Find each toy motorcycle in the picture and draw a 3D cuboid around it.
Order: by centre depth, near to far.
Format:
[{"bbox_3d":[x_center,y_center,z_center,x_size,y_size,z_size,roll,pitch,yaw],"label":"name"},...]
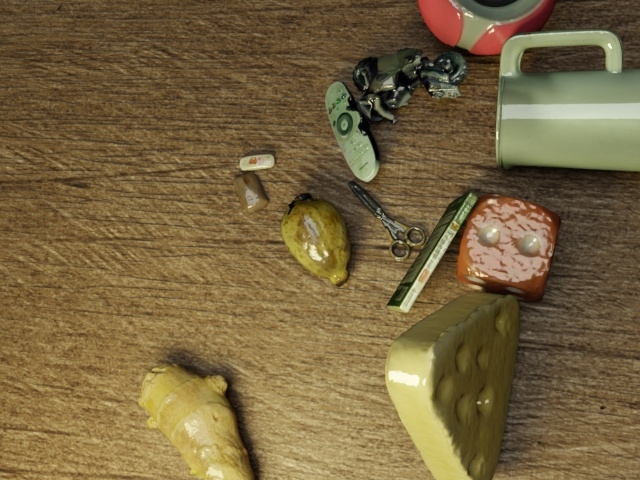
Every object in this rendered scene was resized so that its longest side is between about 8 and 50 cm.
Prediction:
[{"bbox_3d":[0.186,-0.338,1.728,0.271,0.106,0.159,5,73,29],"label":"toy motorcycle"}]

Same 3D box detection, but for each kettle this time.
[{"bbox_3d":[0.512,-0.261,1.560,0.318,0.265,0.205,3,52,17],"label":"kettle"}]

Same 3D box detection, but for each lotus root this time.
[{"bbox_3d":[0.000,0.000,1.691,0.138,0.138,0.214,-34,82,4],"label":"lotus root"}]

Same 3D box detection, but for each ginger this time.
[{"bbox_3d":[-0.246,0.403,1.651,0.190,0.126,0.354,-31,74,-6],"label":"ginger"}]

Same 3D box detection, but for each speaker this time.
[{"bbox_3d":[0.358,-0.534,1.657,0.295,0.294,0.294,-3,76,13],"label":"speaker"}]

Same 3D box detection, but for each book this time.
[{"bbox_3d":[0.221,0.028,1.586,0.027,0.202,0.264,32,85,2],"label":"book"}]

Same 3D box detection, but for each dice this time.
[{"bbox_3d":[0.376,0.019,1.564,0.179,0.174,0.174,18,80,18],"label":"dice"}]

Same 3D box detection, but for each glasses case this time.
[{"bbox_3d":[-0.146,-0.180,1.819,0.083,0.021,0.032,-5,74,12],"label":"glasses case"}]

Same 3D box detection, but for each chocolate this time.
[{"bbox_3d":[-0.162,-0.116,1.803,0.065,0.031,0.100,-23,71,3],"label":"chocolate"}]

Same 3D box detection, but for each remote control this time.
[{"bbox_3d":[0.074,-0.246,1.759,0.097,0.045,0.256,-40,64,43],"label":"remote control"}]

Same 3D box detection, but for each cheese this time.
[{"bbox_3d":[0.239,0.256,1.444,0.104,0.384,0.383,4,77,37],"label":"cheese"}]

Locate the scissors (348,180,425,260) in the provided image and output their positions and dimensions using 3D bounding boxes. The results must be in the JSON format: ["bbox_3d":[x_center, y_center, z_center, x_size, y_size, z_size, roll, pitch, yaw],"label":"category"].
[{"bbox_3d":[0.134,-0.054,1.724,0.088,0.017,0.220,-42,70,2],"label":"scissors"}]
